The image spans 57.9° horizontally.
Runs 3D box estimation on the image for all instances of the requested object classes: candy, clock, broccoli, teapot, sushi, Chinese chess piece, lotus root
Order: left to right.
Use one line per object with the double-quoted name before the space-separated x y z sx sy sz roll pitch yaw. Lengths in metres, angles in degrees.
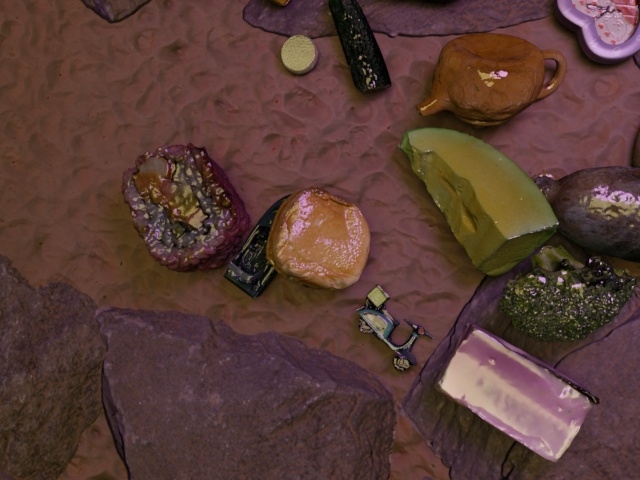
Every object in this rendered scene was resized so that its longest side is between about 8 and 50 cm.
"sushi" -0.283 -0.065 1.216 0.236 0.171 0.270 -34 80 8
"Chinese chess piece" -0.045 -0.401 1.252 0.084 0.034 0.084 0 90 10
"teapot" 0.330 -0.293 1.118 0.311 0.167 0.203 -12 40 -13
"candy" 0.363 0.284 1.101 0.265 0.116 0.155 30 94 10
"broccoli" 0.450 0.094 1.056 0.226 0.198 0.176 -44 69 -11
"clock" 0.561 -0.446 1.119 0.172 0.064 0.198 -35 82 8
"lotus root" 0.552 -0.045 1.045 0.350 0.175 0.175 11 90 6

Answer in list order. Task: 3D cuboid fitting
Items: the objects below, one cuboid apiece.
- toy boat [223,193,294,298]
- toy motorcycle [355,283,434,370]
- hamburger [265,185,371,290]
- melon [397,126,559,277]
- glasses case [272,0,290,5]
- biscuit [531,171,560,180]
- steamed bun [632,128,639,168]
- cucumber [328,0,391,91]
"toy boat" -0.109 0.006 1.214 0.093 0.103 0.246 34 91 18
"toy motorcycle" 0.146 0.181 1.179 0.100 0.058 0.173 -44 79 1
"hamburger" 0.000 0.002 1.154 0.214 0.108 0.213 -1 91 -22
"melon" 0.286 -0.097 1.106 0.323 0.124 0.196 58 141 21
"glasses case" -0.041 -0.616 1.243 0.079 0.064 0.234 37 95 7
"biscuit" 0.472 -0.074 1.145 0.071 0.018 0.147 -44 80 3
"steamed bun" 0.691 -0.212 1.040 0.170 0.152 0.238 29 96 10
"cucumber" 0.077 -0.418 1.209 0.074 0.074 0.241 -20 83 10
